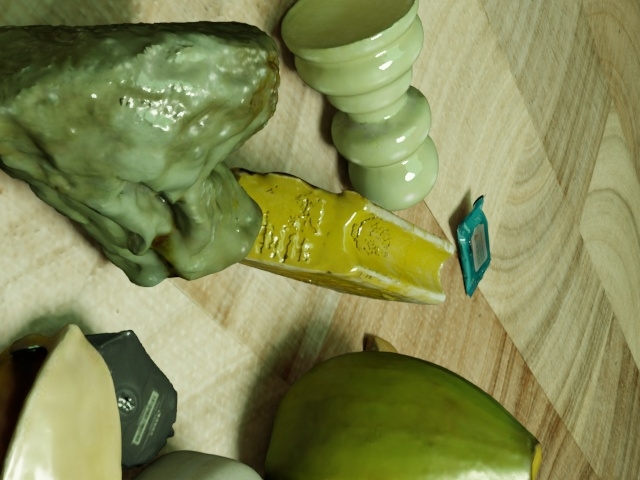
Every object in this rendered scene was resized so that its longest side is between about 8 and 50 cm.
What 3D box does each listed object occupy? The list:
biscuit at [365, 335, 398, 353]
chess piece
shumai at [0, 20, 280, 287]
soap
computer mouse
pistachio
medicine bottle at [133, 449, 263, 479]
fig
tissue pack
[{"bbox_3d":[0.073,0.239,1.061,0.144,0.033,0.224,34,67,-51],"label":"biscuit"},{"bbox_3d":[0.063,-0.142,0.930,0.144,0.144,0.251,-58,142,-34],"label":"chess piece"},{"bbox_3d":[-0.129,-0.048,0.587,0.272,0.222,0.203,-23,116,-62],"label":"shumai"},{"bbox_3d":[0.000,0.000,0.819,0.257,0.160,0.080,20,78,-54],"label":"soap"},{"bbox_3d":[-0.169,0.127,0.679,0.172,0.057,0.099,59,44,-56],"label":"computer mouse"},{"bbox_3d":[-0.201,0.161,0.539,0.157,0.157,0.229,2,95,-56],"label":"pistachio"},{"bbox_3d":[-0.139,0.369,0.681,0.375,0.123,0.282,-55,136,-36],"label":"medicine bottle"},{"bbox_3d":[0.084,0.225,0.867,0.239,0.271,0.239,-12,90,-68],"label":"fig"},{"bbox_3d":[0.224,0.007,1.267,0.085,0.028,0.138,-49,136,-38],"label":"tissue pack"}]
